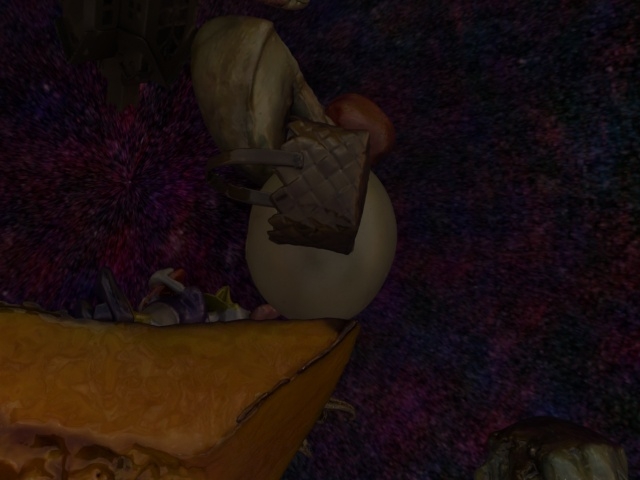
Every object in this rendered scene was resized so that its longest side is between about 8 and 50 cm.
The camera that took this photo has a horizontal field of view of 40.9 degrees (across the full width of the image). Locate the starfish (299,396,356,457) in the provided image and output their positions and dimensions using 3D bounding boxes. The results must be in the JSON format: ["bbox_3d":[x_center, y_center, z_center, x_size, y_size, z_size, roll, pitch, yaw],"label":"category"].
[{"bbox_3d":[-0.039,0.292,1.400,0.189,0.146,0.074,-10,107,10],"label":"starfish"}]

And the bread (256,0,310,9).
[{"bbox_3d":[-0.129,-0.468,1.550,0.228,0.228,0.034,21,113,-13],"label":"bread"}]

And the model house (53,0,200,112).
[{"bbox_3d":[-0.335,-0.328,1.412,0.204,0.211,0.244,-26,137,-48],"label":"model house"}]

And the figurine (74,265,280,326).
[{"bbox_3d":[-0.265,0.152,1.664,0.420,0.193,0.154,-4,136,-47],"label":"figurine"}]

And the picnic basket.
[{"bbox_3d":[-0.038,-0.066,0.942,0.178,0.128,0.138,8,68,6],"label":"picnic basket"}]

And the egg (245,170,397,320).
[{"bbox_3d":[0.000,0.000,1.231,0.219,0.219,0.269,9,125,-13],"label":"egg"}]

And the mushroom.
[{"bbox_3d":[-0.121,-0.198,1.365,0.292,0.217,0.212,37,68,-53],"label":"mushroom"}]

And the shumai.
[{"bbox_3d":[0.278,0.360,1.041,0.304,0.309,0.264,-36,108,-34],"label":"shumai"}]

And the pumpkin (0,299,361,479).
[{"bbox_3d":[-0.135,0.094,0.363,0.278,0.111,0.163,-37,62,-24],"label":"pumpkin"}]

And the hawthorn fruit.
[{"bbox_3d":[0.048,-0.214,1.655,0.157,0.157,0.194,-42,82,-7],"label":"hawthorn fruit"}]
